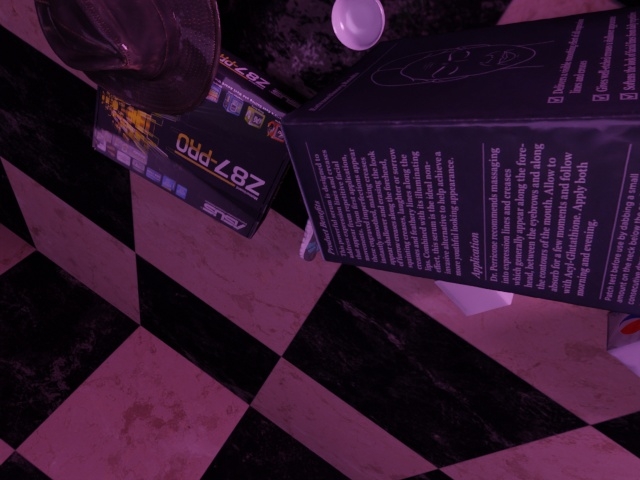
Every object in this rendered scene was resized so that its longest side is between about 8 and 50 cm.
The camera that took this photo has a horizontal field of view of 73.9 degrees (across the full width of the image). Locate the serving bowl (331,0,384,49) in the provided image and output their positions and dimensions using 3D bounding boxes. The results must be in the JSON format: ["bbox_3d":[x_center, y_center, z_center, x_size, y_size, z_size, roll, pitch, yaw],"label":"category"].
[{"bbox_3d":[0.059,-0.329,0.629,0.083,0.027,0.083,21,139,20],"label":"serving bowl"}]

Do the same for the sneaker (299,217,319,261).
[{"bbox_3d":[0.000,0.000,0.970,0.076,0.065,0.167,26,141,8],"label":"sneaker"}]

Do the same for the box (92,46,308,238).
[{"bbox_3d":[-0.242,-0.222,0.842,0.394,0.097,0.318,31,133,-4],"label":"box"}]

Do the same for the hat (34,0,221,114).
[{"bbox_3d":[-0.323,-0.330,0.648,0.330,0.134,0.332,10,126,14],"label":"hat"}]

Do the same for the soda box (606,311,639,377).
[{"bbox_3d":[0.614,0.217,0.687,0.286,0.091,0.098,38,141,-1],"label":"soda box"}]

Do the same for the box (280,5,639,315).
[{"bbox_3d":[0.207,-0.114,0.515,0.395,0.294,0.212,9,133,31],"label":"box"}]

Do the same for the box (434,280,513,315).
[{"bbox_3d":[0.290,0.069,0.792,0.101,0.087,0.102,46,140,-9],"label":"box"}]
